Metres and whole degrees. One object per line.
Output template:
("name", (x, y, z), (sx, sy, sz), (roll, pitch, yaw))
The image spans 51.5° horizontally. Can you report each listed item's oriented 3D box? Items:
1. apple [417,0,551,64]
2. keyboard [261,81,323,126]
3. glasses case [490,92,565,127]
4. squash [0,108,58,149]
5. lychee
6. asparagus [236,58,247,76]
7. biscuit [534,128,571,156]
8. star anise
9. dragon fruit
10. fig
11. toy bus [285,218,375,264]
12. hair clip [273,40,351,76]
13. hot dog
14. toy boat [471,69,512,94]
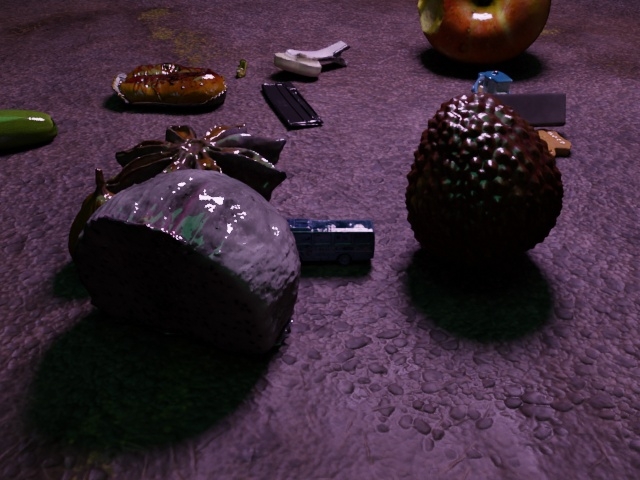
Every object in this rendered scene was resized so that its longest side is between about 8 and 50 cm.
("apple", (0.423, -0.622, 1.727), (0.339, 0.340, 0.340), (0, 34, 0))
("keyboard", (-0.072, -0.315, 1.527), (0.087, 0.017, 0.250), (-10, 36, -17))
("glasses case", (0.420, -0.272, 1.387), (0.190, 0.072, 0.042), (-3, 8, -9))
("squash", (-0.669, -0.210, 1.303), (0.292, 0.082, 0.082), (-17, 37, -24))
("lychee", (0.237, -0.080, 0.980), (0.235, 0.271, 0.236), (-7, 7, 1))
("asparagus", (-0.203, -0.451, 1.722), (0.021, 0.025, 0.108), (-8, 33, 4))
("biscuit", (0.415, -0.197, 1.350), (0.184, 0.027, 0.133), (-2, 35, -4))
("star anise", (-0.207, -0.113, 1.138), (0.331, 0.118, 0.332), (-6, 36, 5))
("dragon fruit", (-0.156, -0.002, 0.879), (0.282, 0.204, 0.221), (14, 40, 18))
("fig", (-0.305, -0.023, 0.985), (0.119, 0.153, 0.119), (27, 20, -11))
("toy bus", (0.000, 0.000, 1.011), (0.165, 0.065, 0.047), (0, 33, -2))
("hair clip", (-0.030, -0.474, 1.720), (0.218, 0.071, 0.159), (-16, 34, -33))
("hot dog", (-0.344, -0.363, 1.539), (0.270, 0.082, 0.163), (1, 32, 2))
("toy boat", (0.399, -0.330, 1.483), (0.088, 0.102, 0.215), (-3, 33, -10))
